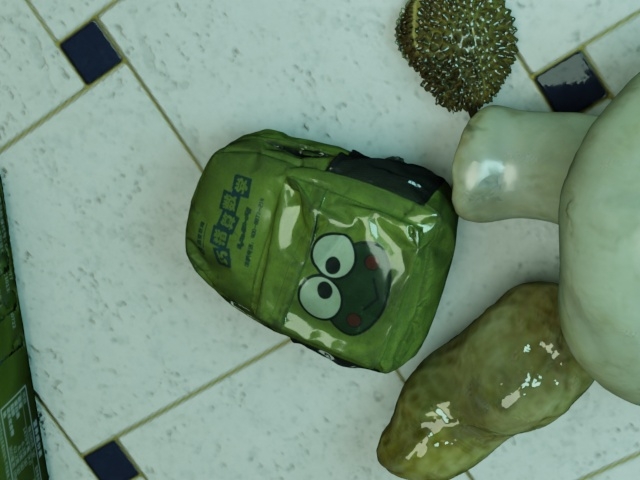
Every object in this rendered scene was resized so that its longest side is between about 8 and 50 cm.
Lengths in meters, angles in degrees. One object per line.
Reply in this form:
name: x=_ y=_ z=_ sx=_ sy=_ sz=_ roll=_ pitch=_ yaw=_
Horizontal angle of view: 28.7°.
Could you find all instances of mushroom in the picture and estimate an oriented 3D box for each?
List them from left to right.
mushroom: x=0.290 y=-0.015 z=1.012 sx=0.356 sy=0.315 sz=0.315 roll=10 pitch=113 yaw=-2

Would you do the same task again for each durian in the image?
durian: x=0.123 y=-0.164 z=1.127 sx=0.110 sy=0.071 sz=0.140 roll=-9 pitch=112 yaw=18

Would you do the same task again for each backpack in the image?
backpack: x=0.000 y=0.000 z=1.186 sx=0.253 sy=0.140 sz=0.207 roll=22 pitch=113 yaw=14

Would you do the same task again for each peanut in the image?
peanut: x=0.157 y=0.140 z=1.194 sx=0.253 sy=0.137 sz=0.122 roll=-39 pitch=95 yaw=26

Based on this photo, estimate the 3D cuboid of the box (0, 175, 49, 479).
box: x=-0.511 y=0.133 z=1.365 sx=0.373 sy=0.138 sz=0.420 roll=1 pitch=109 yaw=15
